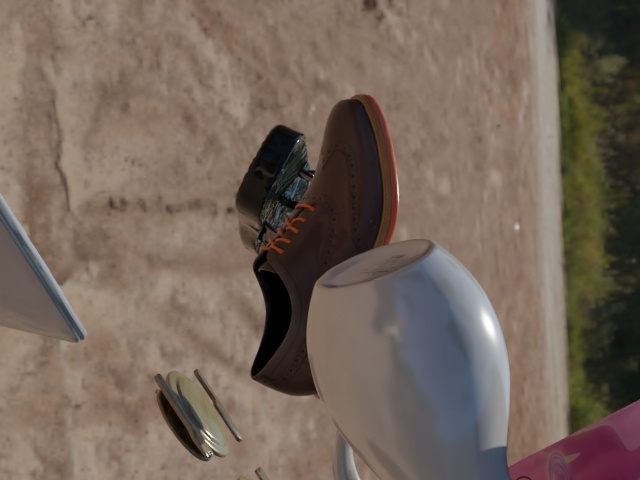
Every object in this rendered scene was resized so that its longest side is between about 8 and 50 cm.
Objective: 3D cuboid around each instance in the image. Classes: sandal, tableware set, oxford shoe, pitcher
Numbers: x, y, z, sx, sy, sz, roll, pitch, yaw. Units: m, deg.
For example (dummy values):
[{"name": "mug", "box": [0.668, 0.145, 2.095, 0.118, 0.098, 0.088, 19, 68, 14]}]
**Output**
[{"name": "sandal", "box": [-0.040, -0.047, 1.470, 0.168, 0.107, 0.446, -62, 177, -2]}, {"name": "tableware set", "box": [-0.086, 0.201, 0.877, 0.194, 0.039, 0.128, 56, 5, 10]}, {"name": "oxford shoe", "box": [0.000, 0.000, 0.883, 0.097, 0.098, 0.271, 169, -70, -65]}, {"name": "pitcher", "box": [0.051, 0.112, 0.692, 0.125, 0.177, 0.207, -31, 106, -42]}]

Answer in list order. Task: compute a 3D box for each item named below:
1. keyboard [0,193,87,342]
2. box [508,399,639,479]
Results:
[{"name": "keyboard", "box": [-0.139, -0.048, 0.286, 0.256, 0.072, 0.014, 74, 26, -50]}, {"name": "box", "box": [0.265, 0.236, 0.747, 0.243, 0.117, 0.214, -44, -132, 49]}]
